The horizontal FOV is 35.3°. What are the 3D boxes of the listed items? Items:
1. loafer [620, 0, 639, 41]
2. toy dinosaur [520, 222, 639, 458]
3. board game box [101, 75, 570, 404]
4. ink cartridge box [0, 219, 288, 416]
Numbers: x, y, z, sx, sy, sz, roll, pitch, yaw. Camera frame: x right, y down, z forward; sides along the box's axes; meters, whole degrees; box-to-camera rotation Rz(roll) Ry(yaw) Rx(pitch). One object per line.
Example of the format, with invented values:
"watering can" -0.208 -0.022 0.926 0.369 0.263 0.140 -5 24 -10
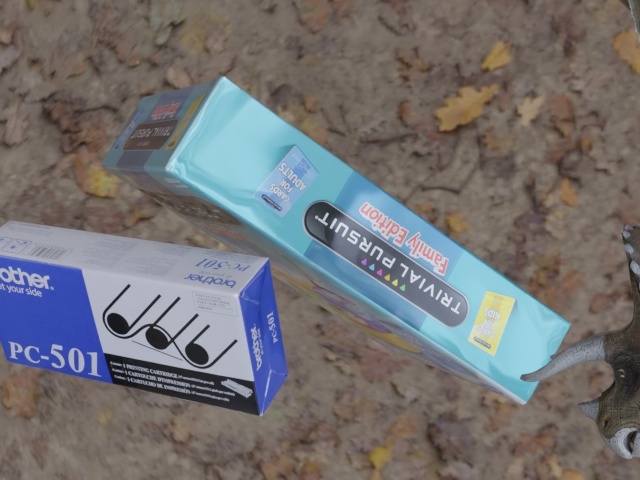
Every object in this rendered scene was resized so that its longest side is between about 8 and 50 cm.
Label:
"loafer" 0.332 -0.265 1.009 0.094 0.087 0.251 23 51 -21
"toy dinosaur" 0.247 -0.017 0.462 0.313 0.160 0.121 -48 150 -6
"board game box" 0.000 0.000 0.833 0.336 0.254 0.079 33 82 -21
"ink cartridge box" -0.128 0.049 0.673 0.046 0.207 0.097 -52 142 -49
